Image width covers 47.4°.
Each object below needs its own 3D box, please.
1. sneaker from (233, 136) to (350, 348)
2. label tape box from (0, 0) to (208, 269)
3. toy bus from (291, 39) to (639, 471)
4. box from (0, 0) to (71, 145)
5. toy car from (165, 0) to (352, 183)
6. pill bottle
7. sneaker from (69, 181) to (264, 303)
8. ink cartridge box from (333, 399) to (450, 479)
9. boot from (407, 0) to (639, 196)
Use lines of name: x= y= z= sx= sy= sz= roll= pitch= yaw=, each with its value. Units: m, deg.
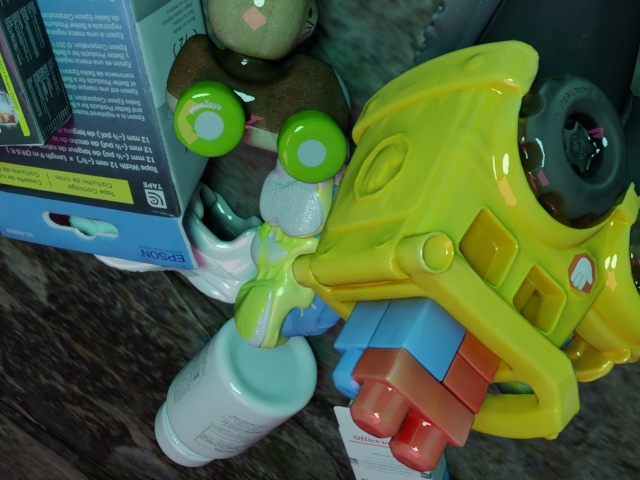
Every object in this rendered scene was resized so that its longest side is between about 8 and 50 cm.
sneaker: x=0.000 y=0.000 z=0.727 sx=0.126 sy=0.091 sz=0.240 roll=6 pitch=119 yaw=-35
label tape box: x=-0.233 y=-0.151 z=0.689 sx=0.249 sy=0.115 sz=0.347 roll=9 pitch=131 yaw=20
toy bus: x=0.096 y=0.037 z=0.412 sx=0.220 sy=0.211 sz=0.149 roll=41 pitch=151 yaw=-24
box: x=-0.337 y=-0.199 z=0.554 sx=0.216 sy=0.060 sz=0.270 roll=-1 pitch=126 yaw=9
toy car: x=-0.029 y=-0.165 z=0.556 sx=0.149 sy=0.155 sz=0.188 roll=14 pitch=114 yaw=-13
pill bottle: x=-0.113 y=0.192 z=0.891 sx=0.131 sy=0.131 sz=0.229 roll=39 pitch=133 yaw=-6
sneaker: x=-0.157 y=-0.021 z=0.784 sx=0.232 sy=0.090 sz=0.115 roll=15 pitch=125 yaw=4
ink cartridge box: x=0.090 y=0.247 z=0.882 sx=0.104 sy=0.060 sz=0.180 roll=2 pitch=127 yaw=26
boot: x=0.275 y=-0.038 z=0.467 sx=0.445 sy=0.146 sz=0.367 roll=33 pitch=157 yaw=4
